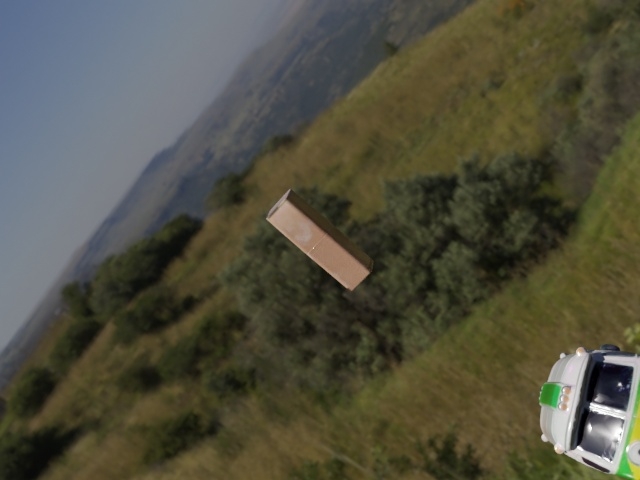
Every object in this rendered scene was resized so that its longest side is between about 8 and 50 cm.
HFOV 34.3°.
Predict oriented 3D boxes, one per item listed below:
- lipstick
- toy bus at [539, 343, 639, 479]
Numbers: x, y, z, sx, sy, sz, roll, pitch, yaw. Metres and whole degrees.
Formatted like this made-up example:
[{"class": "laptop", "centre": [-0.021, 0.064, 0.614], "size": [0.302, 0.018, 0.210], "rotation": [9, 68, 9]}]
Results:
[{"class": "lipstick", "centre": [0.000, 0.000, 1.328], "size": [0.045, 0.145, 0.045], "rotation": [-47, 9, 21]}, {"class": "toy bus", "centre": [0.359, 0.204, 1.234], "size": [0.305, 0.179, 0.143], "rotation": [41, -116, -79]}]
